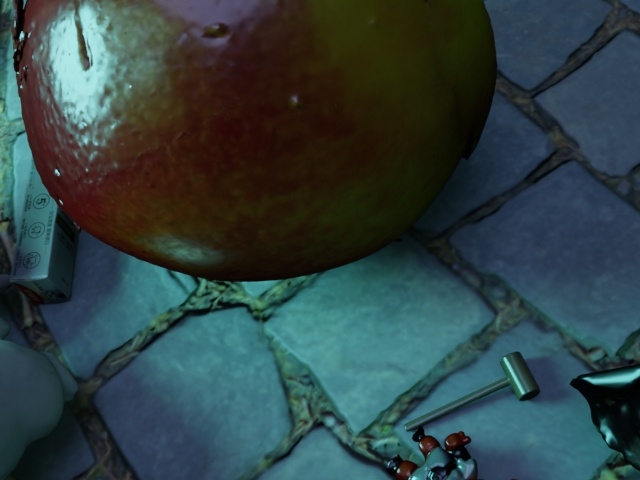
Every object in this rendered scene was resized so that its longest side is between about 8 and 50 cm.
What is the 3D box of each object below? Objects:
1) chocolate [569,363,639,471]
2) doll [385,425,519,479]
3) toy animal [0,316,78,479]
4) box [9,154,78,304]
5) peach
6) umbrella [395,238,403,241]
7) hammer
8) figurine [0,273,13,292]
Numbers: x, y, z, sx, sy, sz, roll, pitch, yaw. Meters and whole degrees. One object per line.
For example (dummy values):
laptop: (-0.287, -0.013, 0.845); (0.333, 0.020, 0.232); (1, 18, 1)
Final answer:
chocolate: (0.263, 0.146, 0.573); (0.156, 0.156, 0.133); (-10, 73, 7)
doll: (0.122, 0.203, 0.614); (0.169, 0.057, 0.109); (38, 78, 26)
toy animal: (-0.310, 0.217, 0.651); (0.208, 0.154, 0.325); (25, 74, 30)
box: (-0.261, -0.047, 0.839); (0.040, 0.055, 0.218); (-6, 62, 8)
peach: (-0.055, -0.138, 0.680); (0.370, 0.370, 0.370); (-5, 61, 10)
umbrella: (0.000, 0.003, 0.776); (0.149, 0.022, 0.022); (1, 57, 2)
hammer: (0.117, 0.127, 0.680); (0.110, 0.019, 0.035); (-25, 59, 1)
figurine: (-0.435, 0.014, 0.782); (0.288, 0.186, 0.176); (9, 25, 34)
